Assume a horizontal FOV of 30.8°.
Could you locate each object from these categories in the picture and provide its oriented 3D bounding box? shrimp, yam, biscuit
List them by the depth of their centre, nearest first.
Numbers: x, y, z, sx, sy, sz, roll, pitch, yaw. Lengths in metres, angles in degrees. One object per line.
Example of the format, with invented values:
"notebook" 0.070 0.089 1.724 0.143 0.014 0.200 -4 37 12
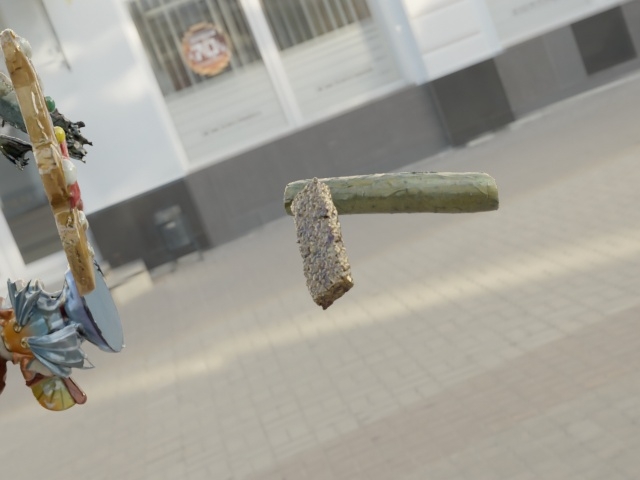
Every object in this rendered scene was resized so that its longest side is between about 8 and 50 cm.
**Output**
"biscuit" -0.342 -0.094 1.509 0.047 0.339 0.216 -18 -9 -10
"biscuit" 0.000 0.000 1.538 0.064 0.034 0.199 -40 41 22
"yam" 0.121 -0.079 2.014 0.372 0.083 0.083 -2 12 10
"shrimp" -0.549 -0.202 2.090 0.178 0.289 0.075 -52 10 48

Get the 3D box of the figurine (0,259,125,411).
"figurine" -0.546 0.185 1.954 0.388 0.276 0.248 -21 -1 3
